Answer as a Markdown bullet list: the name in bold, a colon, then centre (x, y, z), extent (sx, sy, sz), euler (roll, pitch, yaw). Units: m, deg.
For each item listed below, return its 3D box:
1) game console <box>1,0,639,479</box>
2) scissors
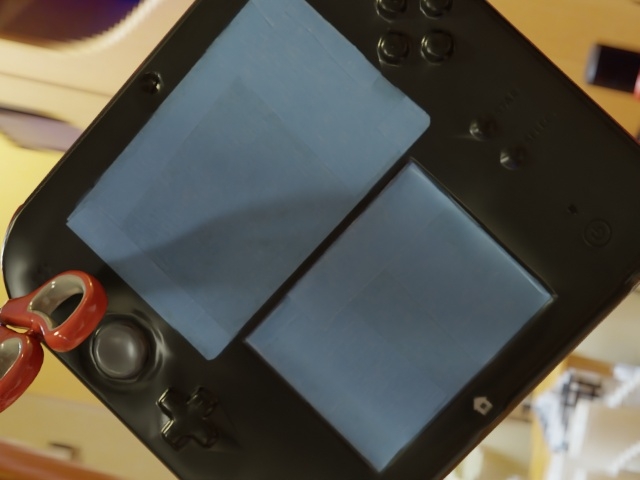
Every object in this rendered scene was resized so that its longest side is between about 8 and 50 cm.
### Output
- **game console**: centre (0.000, 0.000, 1.062), extent (0.386, 0.342, 0.060), euler (-47, -10, 15)
- **scissors**: centre (-0.209, 0.050, 1.056), extent (0.109, 0.021, 0.297), euler (-49, 20, -8)
